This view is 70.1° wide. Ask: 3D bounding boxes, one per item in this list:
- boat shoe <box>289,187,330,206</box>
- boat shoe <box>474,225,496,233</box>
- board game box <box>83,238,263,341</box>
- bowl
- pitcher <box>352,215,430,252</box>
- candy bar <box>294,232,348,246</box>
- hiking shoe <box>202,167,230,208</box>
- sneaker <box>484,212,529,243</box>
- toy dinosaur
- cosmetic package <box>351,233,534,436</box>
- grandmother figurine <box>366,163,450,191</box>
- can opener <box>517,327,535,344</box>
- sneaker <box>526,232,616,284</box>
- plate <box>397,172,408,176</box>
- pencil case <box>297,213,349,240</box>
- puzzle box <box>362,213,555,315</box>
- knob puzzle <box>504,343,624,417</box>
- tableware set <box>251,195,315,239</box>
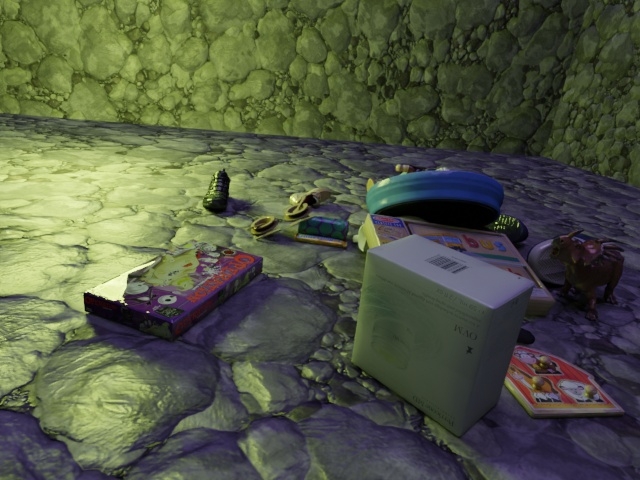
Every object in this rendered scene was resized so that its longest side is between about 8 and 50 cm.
[{"bbox_3d":[-0.028,-0.149,1.666,0.170,0.063,0.059,-17,33,-28],"label":"boat shoe"},{"bbox_3d":[0.406,0.038,1.295,0.285,0.089,0.105,-13,52,-35],"label":"boat shoe"},{"bbox_3d":[-0.294,0.087,0.985,0.208,0.056,0.347,17,23,15],"label":"board game box"},{"bbox_3d":[0.328,-0.096,1.331,0.390,0.077,0.391,2,-13,0],"label":"bowl"},{"bbox_3d":[0.203,-0.007,1.299,0.207,0.126,0.178,0,-1,-9],"label":"pitcher"},{"bbox_3d":[0.000,0.000,1.339,0.161,0.018,0.040,9,21,4],"label":"candy bar"},{"bbox_3d":[-0.355,-0.179,1.559,0.086,0.114,0.227,3,21,-9],"label":"hiking shoe"},{"bbox_3d":[0.565,-0.062,1.588,0.131,0.112,0.319,10,16,-45],"label":"sneaker"},{"bbox_3d":[0.685,0.063,1.129,0.295,0.201,0.127,-9,26,-37],"label":"toy dinosaur"},{"bbox_3d":[0.184,0.140,0.741,0.138,0.225,0.224,-16,30,-41],"label":"cosmetic package"},{"bbox_3d":[0.358,-0.204,1.748,0.342,0.208,0.104,-17,0,-17],"label":"grandmother figurine"},{"bbox_3d":[0.344,0.172,0.939,0.186,0.073,0.059,21,17,18],"label":"can opener"},{"bbox_3d":[0.682,0.043,1.311,0.349,0.131,0.148,1,14,-30],"label":"sneaker"},{"bbox_3d":[0.307,-0.233,1.882,0.024,0.188,0.188,49,25,-4],"label":"plate"},{"bbox_3d":[0.010,-0.041,1.382,0.151,0.065,0.070,10,-1,6],"label":"pencil case"},{"bbox_3d":[0.324,0.054,1.109,0.408,0.052,0.272,7,35,-15],"label":"puzzle box"},{"bbox_3d":[0.409,0.239,0.825,0.213,0.030,0.213,5,21,-2],"label":"knob puzzle"},{"bbox_3d":[-0.120,-0.072,1.358,0.194,0.039,0.128,-22,26,-5],"label":"tableware set"}]
